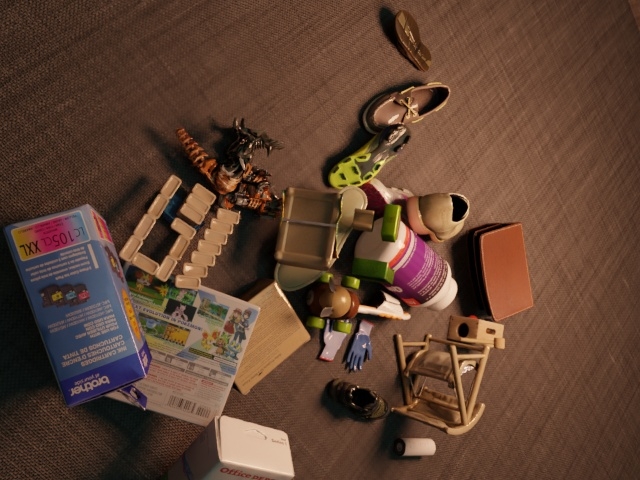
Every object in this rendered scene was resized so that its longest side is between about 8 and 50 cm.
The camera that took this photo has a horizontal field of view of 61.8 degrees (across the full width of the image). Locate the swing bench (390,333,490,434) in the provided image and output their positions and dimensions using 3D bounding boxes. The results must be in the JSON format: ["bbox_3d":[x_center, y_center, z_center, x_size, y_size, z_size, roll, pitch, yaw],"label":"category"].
[{"bbox_3d":[0.355,0.426,1.619,0.165,0.253,0.254,7,86,-33],"label":"swing bench"}]

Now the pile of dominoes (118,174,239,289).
[{"bbox_3d":[-0.323,-0.013,1.248,0.196,0.040,0.251,36,62,-20],"label":"pile of dominoes"}]

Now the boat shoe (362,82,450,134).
[{"bbox_3d":[0.272,-0.418,1.663,0.324,0.097,0.116,-27,104,-31],"label":"boat shoe"}]

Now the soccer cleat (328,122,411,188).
[{"bbox_3d":[0.143,-0.242,1.580,0.289,0.121,0.093,-37,102,-7],"label":"soccer cleat"}]

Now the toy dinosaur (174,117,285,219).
[{"bbox_3d":[-0.205,-0.177,1.326,0.218,0.164,0.322,-57,140,-2],"label":"toy dinosaur"}]

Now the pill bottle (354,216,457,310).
[{"bbox_3d":[0.264,0.082,1.605,0.323,0.181,0.181,38,70,-27],"label":"pill bottle"}]

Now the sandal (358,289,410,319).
[{"bbox_3d":[0.165,0.184,1.586,0.265,0.102,0.076,13,85,-31],"label":"sandal"}]

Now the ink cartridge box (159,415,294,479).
[{"bbox_3d":[-0.223,0.551,1.233,0.201,0.117,0.278,27,115,-30],"label":"ink cartridge box"}]

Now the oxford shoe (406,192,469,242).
[{"bbox_3d":[0.398,-0.072,1.648,0.397,0.146,0.140,-1,80,-61],"label":"oxford shoe"}]

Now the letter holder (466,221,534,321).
[{"bbox_3d":[0.584,0.107,1.837,0.214,0.152,0.302,-15,98,-31],"label":"letter holder"}]

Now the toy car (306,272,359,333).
[{"bbox_3d":[0.023,0.160,1.422,0.149,0.188,0.155,9,81,12],"label":"toy car"}]

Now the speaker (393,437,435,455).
[{"bbox_3d":[0.302,0.658,1.701,0.136,0.055,0.055,14,82,-33],"label":"speaker"}]

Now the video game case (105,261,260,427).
[{"bbox_3d":[-0.342,0.238,1.223,0.329,0.036,0.300,22,80,-11],"label":"video game case"}]

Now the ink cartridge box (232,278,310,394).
[{"bbox_3d":[-0.172,0.240,1.370,0.235,0.088,0.193,-37,109,-27],"label":"ink cartridge box"}]

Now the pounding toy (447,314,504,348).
[{"bbox_3d":[0.525,0.297,1.760,0.181,0.206,0.094,16,81,-32],"label":"pounding toy"}]

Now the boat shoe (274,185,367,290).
[{"bbox_3d":[-0.003,-0.003,1.468,0.127,0.113,0.340,34,83,-3],"label":"boat shoe"}]

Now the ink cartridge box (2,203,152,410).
[{"bbox_3d":[-0.444,0.150,1.045,0.151,0.270,0.395,-17,91,-16],"label":"ink cartridge box"}]

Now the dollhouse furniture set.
[{"bbox_3d":[0.047,-0.011,1.380,0.151,0.301,0.197,36,64,-76],"label":"dollhouse furniture set"}]

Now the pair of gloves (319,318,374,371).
[{"bbox_3d":[0.082,0.297,1.579,0.198,0.023,0.159,25,78,-30],"label":"pair of gloves"}]

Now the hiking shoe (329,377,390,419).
[{"bbox_3d":[0.133,0.477,1.555,0.227,0.114,0.086,30,74,-30],"label":"hiking shoe"}]

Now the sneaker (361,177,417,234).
[{"bbox_3d":[0.220,-0.117,1.634,0.252,0.103,0.111,42,64,-33],"label":"sneaker"}]

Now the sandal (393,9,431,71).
[{"bbox_3d":[0.285,-0.628,1.702,0.219,0.060,0.090,40,75,-42],"label":"sandal"}]

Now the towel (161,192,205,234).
[{"bbox_3d":[-0.341,-0.061,1.297,0.119,0.029,0.067,49,64,-24],"label":"towel"}]
